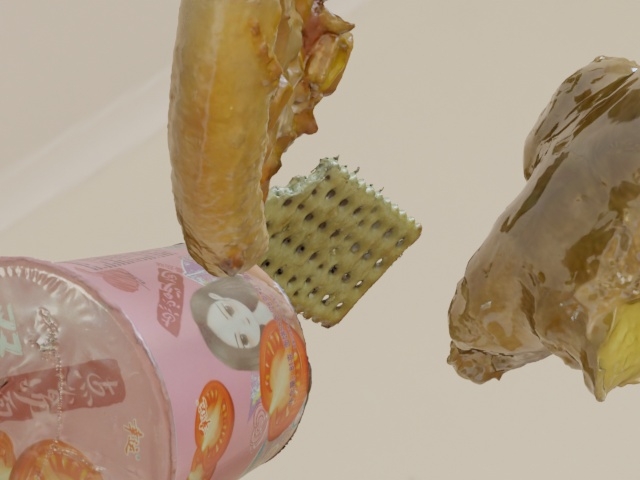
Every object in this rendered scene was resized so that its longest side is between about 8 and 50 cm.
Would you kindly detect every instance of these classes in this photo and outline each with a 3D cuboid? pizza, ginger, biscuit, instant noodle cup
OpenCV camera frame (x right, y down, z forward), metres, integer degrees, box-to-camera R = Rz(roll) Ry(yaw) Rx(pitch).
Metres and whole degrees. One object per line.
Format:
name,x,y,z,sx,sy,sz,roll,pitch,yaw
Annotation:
pizza,-0.026,-0.071,0.844,0.161,0.062,0.182,-61,-17,-52
ginger,0.164,-0.006,1.035,0.270,0.219,0.123,-27,-43,27
biscuit,0.000,-0.001,1.547,0.144,0.016,0.203,-46,-40,7
instant noodle cup,-0.147,0.113,1.308,0.243,0.243,0.231,-56,-19,25
